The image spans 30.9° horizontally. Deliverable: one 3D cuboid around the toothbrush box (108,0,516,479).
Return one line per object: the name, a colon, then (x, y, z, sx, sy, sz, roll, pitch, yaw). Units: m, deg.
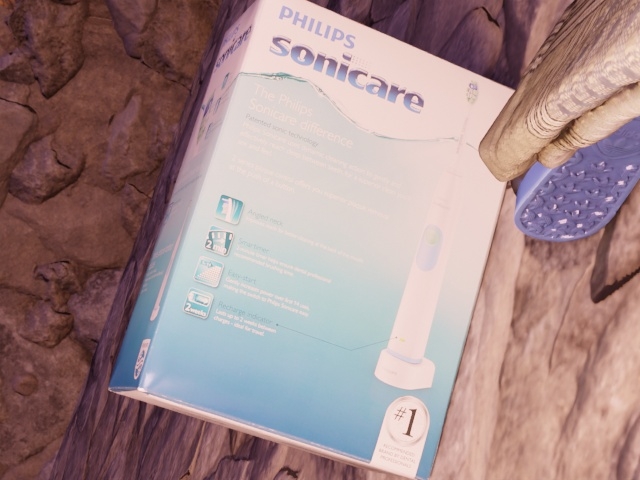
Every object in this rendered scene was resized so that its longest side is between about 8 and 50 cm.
toothbrush box: (0.000, 0.000, 0.842, 0.126, 0.216, 0.295, 163, 124, -70)

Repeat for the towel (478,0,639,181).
towel: (0.176, -0.159, 0.428, 0.312, 0.056, 0.324, -58, 0, -1)

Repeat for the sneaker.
sneaker: (0.173, -0.094, 0.638, 0.232, 0.081, 0.090, 130, 150, -49)
